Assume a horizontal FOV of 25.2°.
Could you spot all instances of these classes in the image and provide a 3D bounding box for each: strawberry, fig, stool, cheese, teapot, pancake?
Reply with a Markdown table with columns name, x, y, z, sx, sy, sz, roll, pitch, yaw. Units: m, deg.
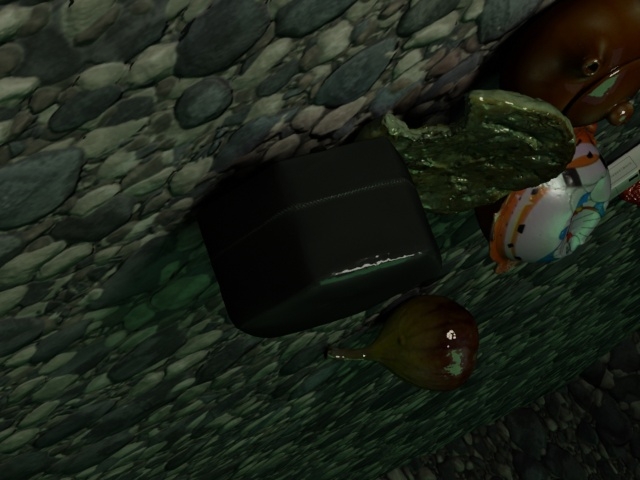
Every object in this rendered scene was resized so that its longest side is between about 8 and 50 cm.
| name | x | y | z | sx | sy | sz | roll | pitch | yaw |
| --- | --- | --- | --- | --- | --- | --- | --- | --- | --- |
| strawberry | 0.527 | -0.083 | 2.354 | 0.083 | 0.073 | 0.073 | -17 | 162 | -6 |
| fig | 0.131 | 0.148 | 2.206 | 0.160 | 0.230 | 0.143 | 93 | 12 | -71 |
| stool | 0.000 | 0.000 | 1.401 | 0.232 | 0.141 | 0.232 | -20 | 168 | -5 |
| cheese | 0.289 | -0.092 | 1.767 | 0.217 | 0.129 | 0.329 | -24 | 144 | -46 |
| teapot | 0.284 | -0.172 | 1.513 | 0.178 | 0.135 | 0.252 | -32 | 163 | 10 |
| pancake | 0.147 | -0.089 | 1.498 | 0.253 | 0.037 | 0.253 | -5 | 158 | -2 |

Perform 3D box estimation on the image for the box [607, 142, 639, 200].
| name | x | y | z | sx | sy | sz | roll | pitch | yaw |
| --- | --- | --- | --- | --- | --- | --- | --- | --- | --- |
| box | 0.463 | -0.099 | 2.222 | 0.154 | 0.040 | 0.084 | -35 | 163 | 8 |
